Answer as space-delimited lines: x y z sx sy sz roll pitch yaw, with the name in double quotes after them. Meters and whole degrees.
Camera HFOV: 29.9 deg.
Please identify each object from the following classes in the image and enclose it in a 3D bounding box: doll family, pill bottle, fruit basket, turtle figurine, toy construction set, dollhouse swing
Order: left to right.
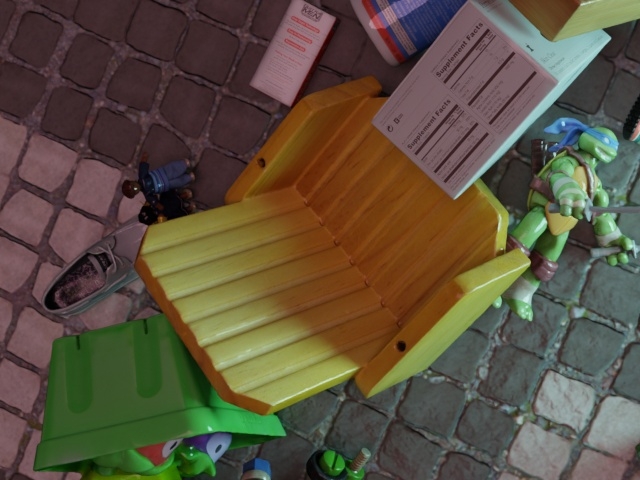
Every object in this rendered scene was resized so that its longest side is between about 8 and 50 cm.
-0.215 0.306 1.600 0.283 0.392 0.392 -14 92 11 "fruit basket"
-0.216 -0.030 1.696 0.111 0.076 0.193 -21 83 -31 "doll family"
-0.029 0.464 1.600 0.237 0.257 0.309 -55 44 29 "toy construction set"
0.000 0.000 1.507 0.315 0.305 0.347 -49 65 29 "dollhouse swing"
0.159 -0.339 1.602 0.221 0.124 0.124 -30 88 12 "pill bottle"
0.337 0.001 1.560 0.275 0.198 0.266 41 106 8 "turtle figurine"

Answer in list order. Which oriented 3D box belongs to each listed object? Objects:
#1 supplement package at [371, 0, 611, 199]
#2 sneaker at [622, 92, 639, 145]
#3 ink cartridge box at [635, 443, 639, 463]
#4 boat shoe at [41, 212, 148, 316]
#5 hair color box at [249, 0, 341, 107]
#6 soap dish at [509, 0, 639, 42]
0.219 -0.204 1.503 0.145 0.262 0.204 43 123 5 "supplement package"
0.472 -0.191 1.596 0.075 0.057 0.161 27 98 -9 "sneaker"
0.502 0.365 1.599 0.062 0.109 0.209 -30 89 12 "ink cartridge box"
-0.310 0.038 1.742 0.227 0.081 0.079 -37 86 9 "boat shoe"
-0.036 -0.265 1.686 0.072 0.043 0.141 30 100 7 "hair color box"
0.317 -0.355 1.431 0.229 0.291 0.118 51 141 25 "soap dish"
